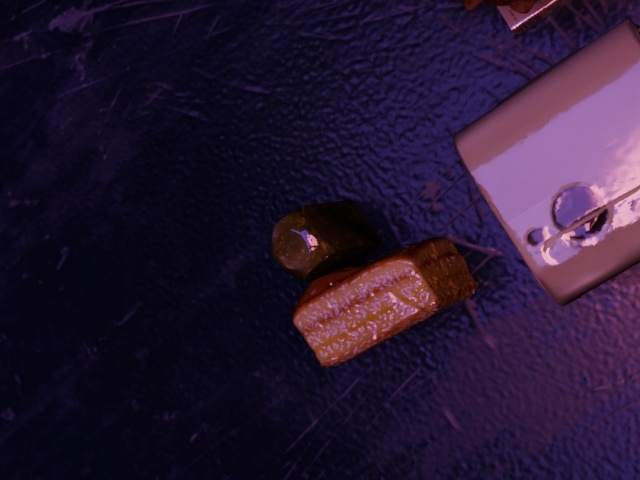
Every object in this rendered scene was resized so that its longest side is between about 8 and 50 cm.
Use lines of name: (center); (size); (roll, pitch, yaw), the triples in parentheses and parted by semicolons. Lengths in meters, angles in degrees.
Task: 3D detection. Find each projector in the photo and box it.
projector: (0.340, -0.091, 1.357); (0.249, 0.248, 0.249); (-33, 80, 19)

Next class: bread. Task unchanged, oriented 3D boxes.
bread: (0.086, 0.072, 1.472); (0.184, 0.234, 0.111); (-29, 84, 19)

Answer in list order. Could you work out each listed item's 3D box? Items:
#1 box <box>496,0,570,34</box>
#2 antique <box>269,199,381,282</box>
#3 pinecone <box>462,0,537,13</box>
box: (0.332, -0.352, 1.462); (0.218, 0.039, 0.055); (-33, 79, 19)
antique: (0.000, 0.000, 1.510); (0.080, 0.221, 0.081); (-40, 79, 19)
pinecone: (0.254, -0.476, 1.336); (0.384, 0.384, 0.385); (1, 92, 21)
